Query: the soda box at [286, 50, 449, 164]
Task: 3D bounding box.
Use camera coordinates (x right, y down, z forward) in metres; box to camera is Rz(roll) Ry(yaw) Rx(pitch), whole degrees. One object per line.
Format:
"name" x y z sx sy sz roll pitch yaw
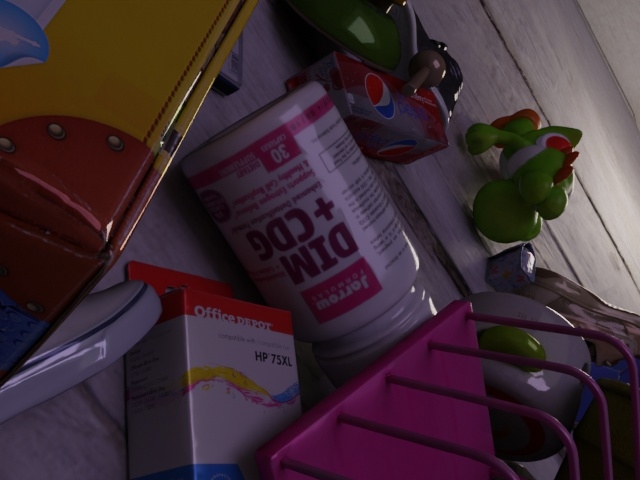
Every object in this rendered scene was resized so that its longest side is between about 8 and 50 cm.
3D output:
"soda box" 0.072 -0.172 1.022 0.263 0.083 0.092 5 67 -54

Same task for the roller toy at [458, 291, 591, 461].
"roller toy" 0.225 0.164 0.926 0.191 0.209 0.146 48 53 -17

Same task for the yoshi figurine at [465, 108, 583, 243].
"yoshi figurine" 0.345 -0.107 1.334 0.362 0.204 0.203 -62 164 -66

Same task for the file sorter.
"file sorter" 0.129 0.206 0.620 0.291 0.182 0.202 -28 113 -44

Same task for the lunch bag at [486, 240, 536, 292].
"lunch bag" 0.319 0.040 1.253 0.053 0.071 0.083 48 40 -21

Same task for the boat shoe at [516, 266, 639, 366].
"boat shoe" 0.480 0.163 1.302 0.341 0.121 0.110 27 82 -11

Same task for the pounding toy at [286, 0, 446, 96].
"pounding toy" 0.076 -0.306 0.994 0.237 0.110 0.183 39 22 6

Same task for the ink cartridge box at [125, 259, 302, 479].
"ink cartridge box" -0.088 0.124 0.631 0.134 0.078 0.231 19 56 -48

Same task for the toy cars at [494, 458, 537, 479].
"toy cars" 0.287 0.437 0.961 0.176 0.087 0.393 -8 78 -56

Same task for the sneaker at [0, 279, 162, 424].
"sneaker" -0.207 0.064 0.485 0.258 0.094 0.091 -31 102 -55

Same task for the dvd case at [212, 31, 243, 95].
"dvd case" -0.174 -0.283 0.794 0.239 0.029 0.179 30 48 -43

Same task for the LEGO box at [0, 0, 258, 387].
"LEGO box" -0.229 -0.220 0.468 0.372 0.193 0.500 35 43 -19

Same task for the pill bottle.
"pill bottle" 0.000 0.000 0.750 0.283 0.160 0.160 58 35 -13

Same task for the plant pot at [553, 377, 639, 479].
"plant pot" 0.354 0.394 0.775 0.366 0.366 0.353 40 84 -35

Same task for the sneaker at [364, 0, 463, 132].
"sneaker" 0.134 -0.312 1.181 0.295 0.104 0.147 62 32 -18

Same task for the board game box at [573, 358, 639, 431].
"board game box" 0.611 0.386 1.392 0.291 0.141 0.232 62 34 -8
